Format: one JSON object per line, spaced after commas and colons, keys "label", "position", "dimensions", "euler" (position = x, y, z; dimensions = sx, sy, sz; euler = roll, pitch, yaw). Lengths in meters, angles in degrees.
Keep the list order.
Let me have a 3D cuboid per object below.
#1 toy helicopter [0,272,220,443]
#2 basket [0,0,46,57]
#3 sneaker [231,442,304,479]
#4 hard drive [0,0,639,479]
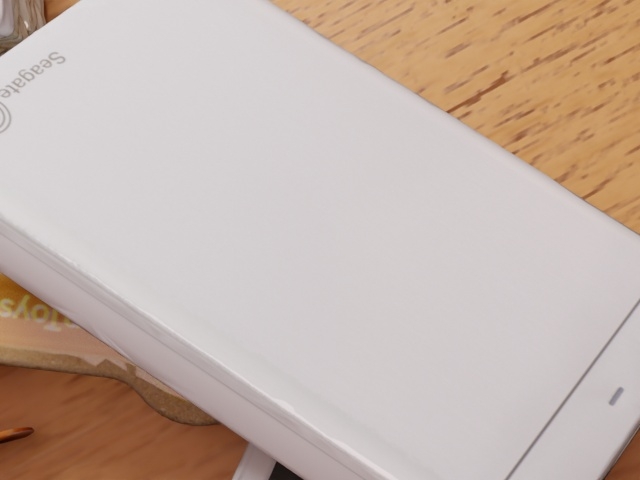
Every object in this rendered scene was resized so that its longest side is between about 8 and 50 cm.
{"label": "toy helicopter", "position": [-0.194, 0.048, 0.950], "dimensions": [0.355, 0.140, 0.235], "euler": [9, 86, 9]}
{"label": "basket", "position": [-0.218, -0.168, 1.004], "dimensions": [0.113, 0.103, 0.167], "euler": [-11, 79, 7]}
{"label": "sneaker", "position": [0.021, 0.169, 0.876], "dimensions": [0.147, 0.104, 0.296], "euler": [16, 59, 11]}
{"label": "hard drive", "position": [0.000, 0.000, 0.903], "dimensions": [0.353, 0.047, 0.233], "euler": [33, 45, 13]}
